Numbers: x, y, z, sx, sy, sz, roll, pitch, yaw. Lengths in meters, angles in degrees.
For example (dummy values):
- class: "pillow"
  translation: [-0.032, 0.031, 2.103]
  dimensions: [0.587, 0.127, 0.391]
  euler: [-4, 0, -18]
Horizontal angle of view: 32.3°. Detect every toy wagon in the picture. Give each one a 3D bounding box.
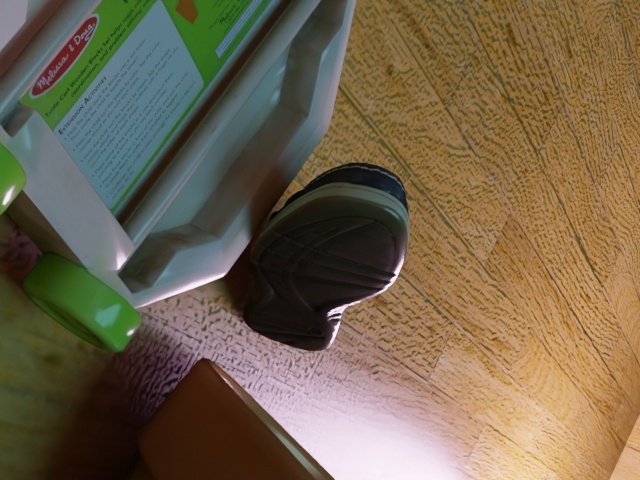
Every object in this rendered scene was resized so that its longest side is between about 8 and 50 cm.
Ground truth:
- class: "toy wagon"
  translation: [-0.074, -0.119, 0.473]
  dimensions: [0.267, 0.068, 0.344]
  euler: [-56, 151, -20]

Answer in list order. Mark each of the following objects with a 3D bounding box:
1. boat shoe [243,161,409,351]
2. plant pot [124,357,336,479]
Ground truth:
- class: "boat shoe"
  translation: [0.001, 0.001, 0.652]
  dimensions: [0.223, 0.080, 0.073]
  euler: [117, -11, -64]
- class: "plant pot"
  translation: [-0.036, 0.238, 0.626]
  dimensions: [0.203, 0.291, 0.291]
  euler: [-44, 150, -6]
